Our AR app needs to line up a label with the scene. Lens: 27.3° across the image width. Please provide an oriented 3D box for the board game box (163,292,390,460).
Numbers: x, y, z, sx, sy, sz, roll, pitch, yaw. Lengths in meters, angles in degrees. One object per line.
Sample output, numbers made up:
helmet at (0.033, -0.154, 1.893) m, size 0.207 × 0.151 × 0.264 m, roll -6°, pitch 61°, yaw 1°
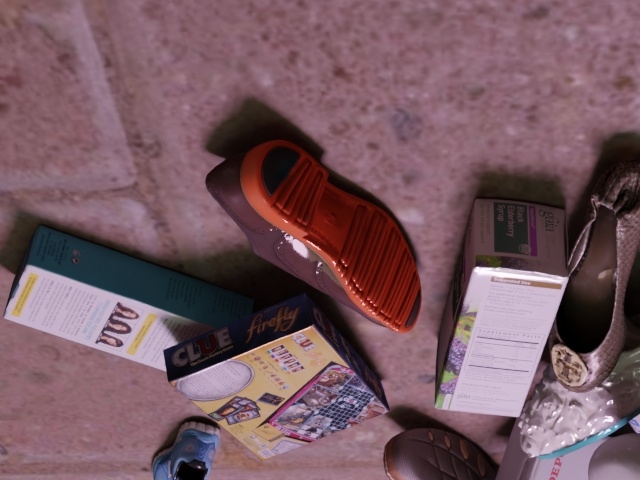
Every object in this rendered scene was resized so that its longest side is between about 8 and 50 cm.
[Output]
board game box at (-0.041, 0.154, 1.427) m, size 0.165 × 0.042 × 0.243 m, roll -22°, pitch 146°, yaw 10°

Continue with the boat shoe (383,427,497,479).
boat shoe at (0.174, 0.340, 1.621) m, size 0.116 × 0.123 × 0.324 m, roll -26°, pitch 128°, yaw 32°

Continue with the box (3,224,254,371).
box at (-0.202, 0.072, 1.404) m, size 0.244 × 0.060 × 0.100 m, roll 20°, pitch 136°, yaw -16°

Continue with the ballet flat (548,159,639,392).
ballet flat at (0.261, 0.040, 1.259) m, size 0.084 × 0.058 × 0.250 m, roll 32°, pitch 123°, yaw 32°

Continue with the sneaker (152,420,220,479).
sneaker at (-0.173, 0.290, 1.633) m, size 0.063 × 0.073 × 0.162 m, roll 15°, pitch 137°, yaw -11°

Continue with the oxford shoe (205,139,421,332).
oxford shoe at (0.000, 0.000, 1.299) m, size 0.098 × 0.097 × 0.271 m, roll -9°, pitch 135°, yaw 45°

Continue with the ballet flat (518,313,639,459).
ballet flat at (0.343, 0.081, 1.333) m, size 0.147 × 0.147 × 0.409 m, roll 35°, pitch 127°, yaw -29°

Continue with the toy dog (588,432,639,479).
toy dog at (0.418, 0.244, 1.341) m, size 0.333 × 0.161 × 0.220 m, roll -25°, pitch 138°, yaw -31°

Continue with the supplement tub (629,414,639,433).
supplement tub at (0.374, 0.187, 1.465) m, size 0.071 × 0.071 × 0.107 m, roll -20°, pitch 132°, yaw 25°

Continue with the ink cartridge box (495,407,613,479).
ink cartridge box at (0.312, 0.300, 1.524) m, size 0.212 × 0.154 × 0.093 m, roll 20°, pitch 176°, yaw -18°

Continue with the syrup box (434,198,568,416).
syrup box at (0.180, 0.073, 1.341) m, size 0.096 × 0.093 × 0.237 m, roll 6°, pitch 138°, yaw 0°
